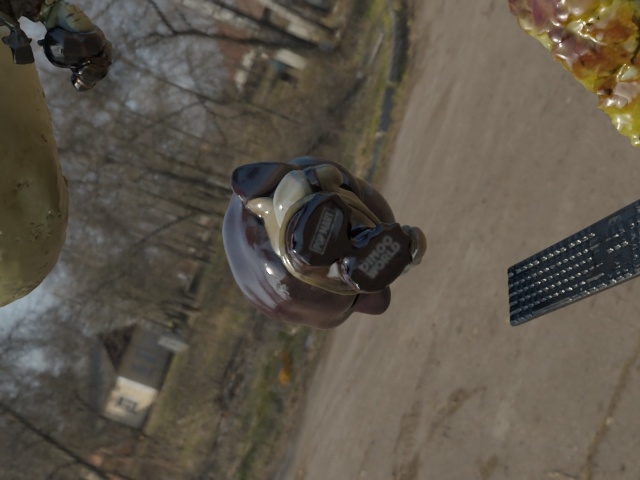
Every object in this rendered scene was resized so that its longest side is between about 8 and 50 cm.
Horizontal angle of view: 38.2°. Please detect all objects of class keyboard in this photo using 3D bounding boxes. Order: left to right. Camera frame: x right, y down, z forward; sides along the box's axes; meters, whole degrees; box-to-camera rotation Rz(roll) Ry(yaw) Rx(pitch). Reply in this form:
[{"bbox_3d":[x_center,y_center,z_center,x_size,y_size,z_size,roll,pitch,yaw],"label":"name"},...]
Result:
[{"bbox_3d":[0.222,0.020,0.789,0.204,0.013,0.061,141,135,-59],"label":"keyboard"}]

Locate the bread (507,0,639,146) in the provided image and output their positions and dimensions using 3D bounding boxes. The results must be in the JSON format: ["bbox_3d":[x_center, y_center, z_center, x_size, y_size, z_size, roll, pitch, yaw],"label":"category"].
[{"bbox_3d":[0.150,-0.136,0.326,0.172,0.103,0.132,-40,27,37],"label":"bread"}]

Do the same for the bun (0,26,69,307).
[{"bbox_3d":[-0.404,-0.077,0.960,0.235,0.326,0.362,-23,-1,-30],"label":"bun"}]

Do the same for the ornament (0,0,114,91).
[{"bbox_3d":[-0.218,-0.184,0.619,0.166,0.196,0.153,-52,8,-22],"label":"ornament"}]

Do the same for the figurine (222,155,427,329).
[{"bbox_3d":[0.004,-0.020,1.029,0.365,0.218,0.206,135,146,-73],"label":"figurine"}]
